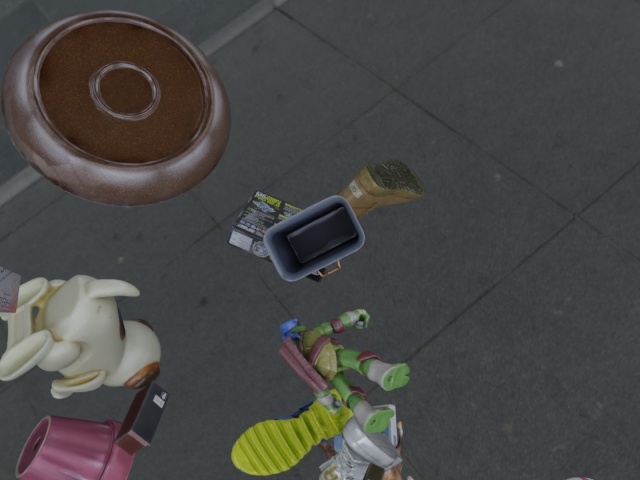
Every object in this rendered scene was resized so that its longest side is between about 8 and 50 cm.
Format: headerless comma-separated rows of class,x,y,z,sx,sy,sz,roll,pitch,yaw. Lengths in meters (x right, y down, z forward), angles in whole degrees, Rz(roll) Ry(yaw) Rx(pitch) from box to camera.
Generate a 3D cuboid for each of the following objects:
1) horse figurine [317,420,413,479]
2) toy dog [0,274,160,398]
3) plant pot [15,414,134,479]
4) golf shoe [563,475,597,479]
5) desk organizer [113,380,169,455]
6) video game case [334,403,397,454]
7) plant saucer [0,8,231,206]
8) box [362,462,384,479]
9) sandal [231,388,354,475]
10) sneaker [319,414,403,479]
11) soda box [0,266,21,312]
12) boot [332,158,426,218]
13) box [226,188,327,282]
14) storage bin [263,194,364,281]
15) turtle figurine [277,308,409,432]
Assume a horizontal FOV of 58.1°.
horse figurine,0.113,0.524,1.378,0.263,0.066,0.174,-13,82,35
toy dog,-0.624,0.267,1.616,0.395,0.408,0.284,-38,50,-2
plant pot,-0.521,0.462,1.216,0.201,0.180,0.201,-38,33,31
golf shoe,0.672,0.617,1.383,0.186,0.086,0.067,7,81,32
desk organizer,-0.332,0.330,1.077,0.050,0.047,0.130,-36,20,19
video game case,0.115,0.579,1.487,0.204,0.025,0.285,-22,58,40
plant saucer,-0.273,-0.200,0.806,0.311,0.050,0.310,7,71,-21
box,0.059,0.542,1.061,0.037,0.136,0.225,19,108,12
sandal,-0.061,0.465,1.388,0.317,0.138,0.126,-19,76,-14
sneaker,0.066,0.464,1.199,0.169,0.292,0.108,-35,55,-1
soda box,-0.481,0.067,0.818,0.058,0.183,0.062,5,79,-14
boot,0.058,-0.061,1.196,0.269,0.236,0.089,-37,68,33
box,-0.092,-0.017,1.572,0.270,0.060,0.216,23,34,-2
storage bin,0.000,0.000,0.851,0.135,0.091,0.098,-27,90,10
turtle figurine,0.068,0.250,1.148,0.198,0.274,0.266,-46,41,-14
